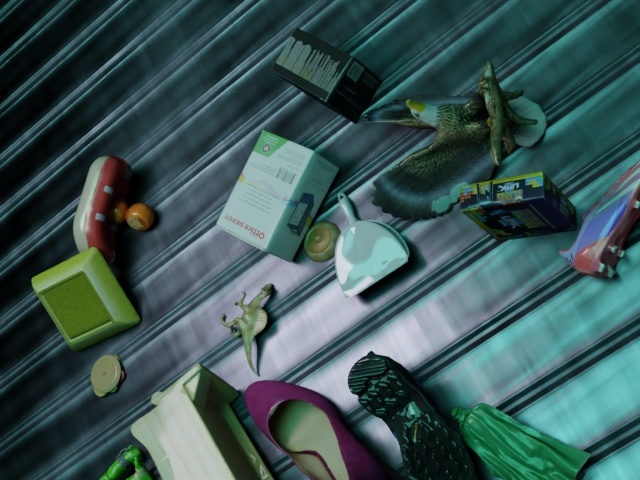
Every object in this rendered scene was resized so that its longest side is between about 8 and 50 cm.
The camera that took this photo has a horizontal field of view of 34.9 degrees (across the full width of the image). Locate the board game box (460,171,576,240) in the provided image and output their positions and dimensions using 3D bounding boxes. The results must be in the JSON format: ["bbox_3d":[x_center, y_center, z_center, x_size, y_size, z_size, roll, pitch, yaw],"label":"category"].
[{"bbox_3d":[0.327,-0.052,1.674,0.141,0.170,0.048,-8,69,30],"label":"board game box"}]

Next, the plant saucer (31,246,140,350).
[{"bbox_3d":[-0.502,0.133,2.134,0.188,0.045,0.188,-25,101,22],"label":"plant saucer"}]

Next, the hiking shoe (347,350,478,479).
[{"bbox_3d":[0.171,0.309,1.694,0.113,0.132,0.304,-35,83,16],"label":"hiking shoe"}]

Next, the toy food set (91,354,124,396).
[{"bbox_3d":[-0.447,0.281,2.131,0.083,0.020,0.083,-25,63,23],"label":"toy food set"}]

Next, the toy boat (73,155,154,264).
[{"bbox_3d":[-0.431,-0.058,2.177,0.151,0.151,0.231,14,81,4],"label":"toy boat"}]

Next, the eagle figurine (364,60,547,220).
[{"bbox_3d":[0.222,-0.192,1.802,0.226,0.225,0.298,-47,9,-37],"label":"eagle figurine"}]

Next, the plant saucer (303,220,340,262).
[{"bbox_3d":[0.000,0.000,1.951,0.083,0.015,0.083,-10,69,28],"label":"plant saucer"}]

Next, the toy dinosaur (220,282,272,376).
[{"bbox_3d":[-0.144,0.164,1.964,0.093,0.053,0.183,5,77,31],"label":"toy dinosaur"}]

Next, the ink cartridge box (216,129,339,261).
[{"bbox_3d":[-0.086,-0.086,1.980,0.154,0.093,0.212,26,88,40],"label":"ink cartridge box"}]

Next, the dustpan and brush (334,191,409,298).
[{"bbox_3d":[0.071,-0.009,1.894,0.147,0.060,0.211,-34,67,17],"label":"dustpan and brush"}]

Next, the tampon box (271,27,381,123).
[{"bbox_3d":[0.012,-0.322,1.981,0.161,0.120,0.101,35,95,34],"label":"tampon box"}]

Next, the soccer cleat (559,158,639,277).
[{"bbox_3d":[0.479,-0.056,1.641,0.095,0.083,0.248,32,95,39],"label":"soccer cleat"}]

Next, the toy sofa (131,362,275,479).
[{"bbox_3d":[-0.176,0.413,1.810,0.177,0.150,0.362,-41,51,3],"label":"toy sofa"}]

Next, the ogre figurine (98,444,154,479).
[{"bbox_3d":[-0.371,0.506,1.976,0.118,0.097,0.197,-33,75,-2],"label":"ogre figurine"}]

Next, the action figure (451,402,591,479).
[{"bbox_3d":[0.305,0.334,1.631,0.232,0.063,0.137,34,95,30],"label":"action figure"}]

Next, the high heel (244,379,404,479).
[{"bbox_3d":[-0.026,0.336,1.760,0.377,0.181,0.127,25,89,34],"label":"high heel"}]
